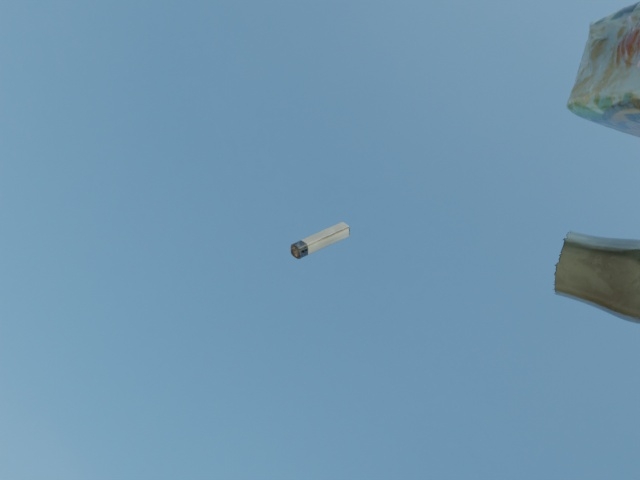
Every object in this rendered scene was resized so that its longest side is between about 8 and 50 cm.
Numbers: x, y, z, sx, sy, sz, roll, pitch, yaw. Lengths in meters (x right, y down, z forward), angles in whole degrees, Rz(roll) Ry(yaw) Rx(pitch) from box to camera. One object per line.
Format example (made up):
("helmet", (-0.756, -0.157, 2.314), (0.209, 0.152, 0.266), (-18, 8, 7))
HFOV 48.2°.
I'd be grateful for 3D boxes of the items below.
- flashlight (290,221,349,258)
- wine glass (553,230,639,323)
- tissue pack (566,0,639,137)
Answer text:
("flashlight", (0.000, 0.000, 0.888), (0.018, 0.083, 0.018), (31, -47, 40))
("wine glass", (0.360, 0.048, 0.771), (0.202, 0.093, 0.093), (16, -67, 27))
("tissue pack", (0.431, -0.136, 0.675), (0.310, 0.228, 0.128), (15, -87, -11))
